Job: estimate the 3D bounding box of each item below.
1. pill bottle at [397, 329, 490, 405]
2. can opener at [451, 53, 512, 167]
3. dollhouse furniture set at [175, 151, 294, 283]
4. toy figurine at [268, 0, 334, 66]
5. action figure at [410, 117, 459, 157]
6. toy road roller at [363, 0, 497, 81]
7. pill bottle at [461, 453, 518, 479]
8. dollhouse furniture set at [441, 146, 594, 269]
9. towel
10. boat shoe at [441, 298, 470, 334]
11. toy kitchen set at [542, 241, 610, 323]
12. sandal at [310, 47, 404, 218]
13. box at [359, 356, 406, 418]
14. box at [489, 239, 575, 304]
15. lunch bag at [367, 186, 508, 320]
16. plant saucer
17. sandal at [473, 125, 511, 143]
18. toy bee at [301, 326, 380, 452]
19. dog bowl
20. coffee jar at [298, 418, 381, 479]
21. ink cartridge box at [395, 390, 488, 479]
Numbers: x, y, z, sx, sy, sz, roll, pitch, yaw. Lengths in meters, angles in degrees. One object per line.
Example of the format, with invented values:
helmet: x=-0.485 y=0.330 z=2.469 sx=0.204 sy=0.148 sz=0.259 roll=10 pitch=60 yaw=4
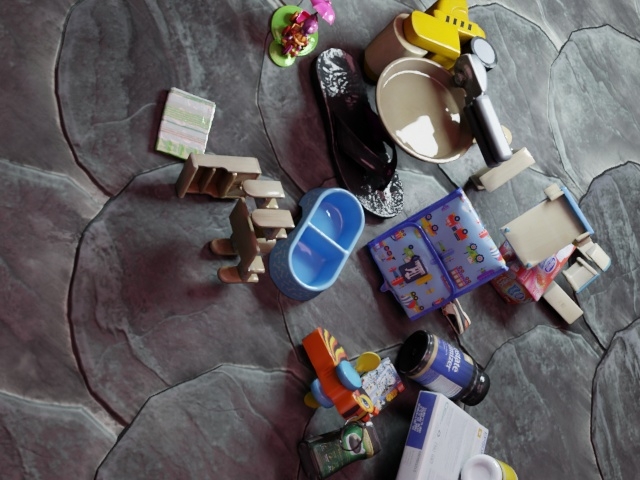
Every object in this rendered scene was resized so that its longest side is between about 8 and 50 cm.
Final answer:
pill bottle: x=0.307 y=0.320 z=1.939 sx=0.219 sy=0.123 sz=0.123 roll=32 pitch=67 yaw=-21
can opener: x=0.396 y=-0.317 z=1.879 sx=0.095 sy=0.076 sz=0.284 roll=-16 pitch=81 yaw=-26
dollhouse furniture set: x=-0.195 y=-0.057 z=1.679 sx=0.161 sy=0.212 sz=0.242 roll=1 pitch=55 yaw=-31
toy figurine: x=-0.037 y=-0.510 z=1.869 sx=0.130 sy=0.159 sz=0.173 roll=36 pitch=67 yaw=-19
action figure: x=0.283 y=-0.291 z=1.980 sx=0.275 sy=0.141 sz=0.164 roll=-2 pitch=79 yaw=-55
toy road roller: x=0.277 y=-0.520 z=2.033 sx=0.329 sy=0.202 sz=0.241 roll=10 pitch=63 yaw=-31
pill bottle: x=0.425 y=0.592 z=1.940 sx=0.184 sy=0.103 sz=0.103 roll=36 pitch=63 yaw=-50
dollhouse furniture set: x=0.501 y=-0.052 z=2.056 sx=0.286 sy=0.198 sz=0.303 roll=-34 pitch=92 yaw=7
towel: x=-0.303 y=-0.254 z=1.758 sx=0.113 sy=0.023 sz=0.152 roll=17 pitch=75 yaw=-23
boat shoe: x=0.335 y=0.180 z=2.024 sx=0.043 sy=0.049 sz=0.137 roll=-44 pitch=108 yaw=-25
toy kitchen set: x=0.724 y=0.103 z=2.247 sx=0.207 sy=0.166 sz=0.122 roll=-43 pitch=105 yaw=10
sandal: x=0.097 y=-0.262 z=1.930 sx=0.167 sy=0.107 sz=0.446 roll=-23 pitch=93 yaw=-30
box: x=0.132 y=0.356 z=1.889 sx=0.137 sy=0.027 sz=0.094 roll=-33 pitch=96 yaw=-29
box: x=0.572 y=0.040 z=2.135 sx=0.128 sy=0.122 sz=0.257 roll=49 pitch=63 yaw=-12
lunch bag: x=0.271 y=0.041 z=1.922 sx=0.293 sy=0.138 sz=0.221 roll=-31 pitch=91 yaw=11
plant saucer: x=0.245 y=-0.305 z=1.867 sx=0.277 sy=0.041 sz=0.278 roll=9 pitch=67 yaw=-23
sandal: x=0.441 y=-0.307 z=2.147 sx=0.240 sy=0.079 sz=0.088 roll=6 pitch=78 yaw=-28
toy bee: x=0.052 y=0.347 z=1.767 sx=0.162 sy=0.195 sz=0.298 roll=35 pitch=45 yaw=-47
dog bowl: x=0.000 y=0.000 z=1.851 sx=0.166 sy=0.074 sz=0.297 roll=38 pitch=65 yaw=-18
coffee jar: x=0.047 y=0.471 z=1.791 sx=0.184 sy=0.079 sz=0.096 roll=-15 pitch=81 yaw=-30
ink cartridge box: x=0.284 y=0.562 z=1.887 sx=0.330 sy=0.071 sz=0.324 roll=43 pitch=60 yaw=-49
